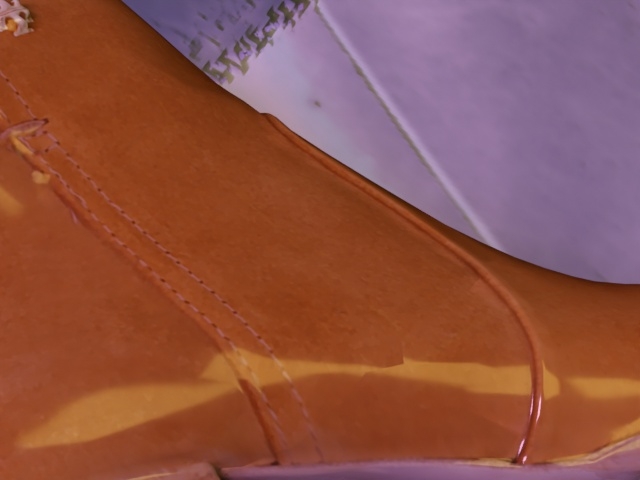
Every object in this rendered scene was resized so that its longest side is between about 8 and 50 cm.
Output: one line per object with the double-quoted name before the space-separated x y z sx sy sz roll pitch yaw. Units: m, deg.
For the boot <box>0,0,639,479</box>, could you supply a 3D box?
"boot" -0.001 0.001 0.484 0.295 0.104 0.211 -24 67 -39
